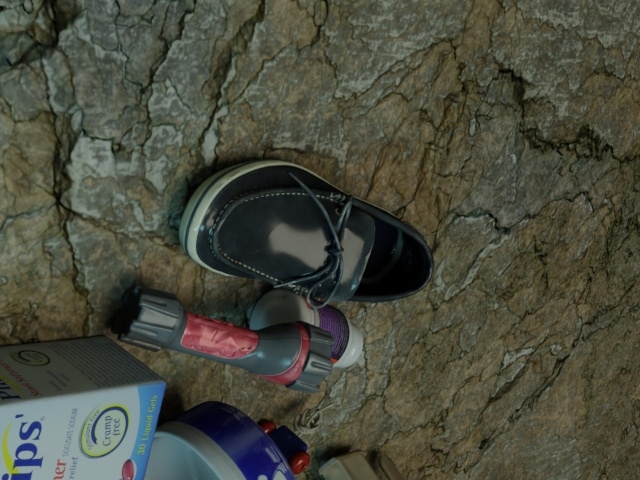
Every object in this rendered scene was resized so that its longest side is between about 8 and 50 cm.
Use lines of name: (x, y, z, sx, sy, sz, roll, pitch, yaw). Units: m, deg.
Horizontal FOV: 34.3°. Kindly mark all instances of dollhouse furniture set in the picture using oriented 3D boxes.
dollhouse furniture set: (-0.021, 0.566, 1.953, 0.355, 0.174, 0.303, -41, 160, 19)

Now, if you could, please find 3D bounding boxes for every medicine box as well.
medicine box: (-0.372, 0.279, 1.311, 0.289, 0.149, 0.263, -2, 112, -48)

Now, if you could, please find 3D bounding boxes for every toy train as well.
toy train: (-0.066, 0.382, 1.755, 0.248, 0.105, 0.143, -27, 139, -37)

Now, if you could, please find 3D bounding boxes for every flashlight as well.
flashlight: (-0.129, 0.134, 1.455, 0.304, 0.103, 0.103, 20, 93, -29)

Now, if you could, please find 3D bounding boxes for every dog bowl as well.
dog bowl: (-0.148, 0.373, 1.520, 0.104, 0.265, 0.265, -27, 129, -39)

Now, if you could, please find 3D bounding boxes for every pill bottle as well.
pill bottle: (-0.016, 0.149, 1.664, 0.193, 0.108, 0.108, 25, 91, -51)

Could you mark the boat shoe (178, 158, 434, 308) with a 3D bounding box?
boat shoe: (0.000, 0.000, 1.564, 0.500, 0.156, 0.187, 14, 102, -49)
